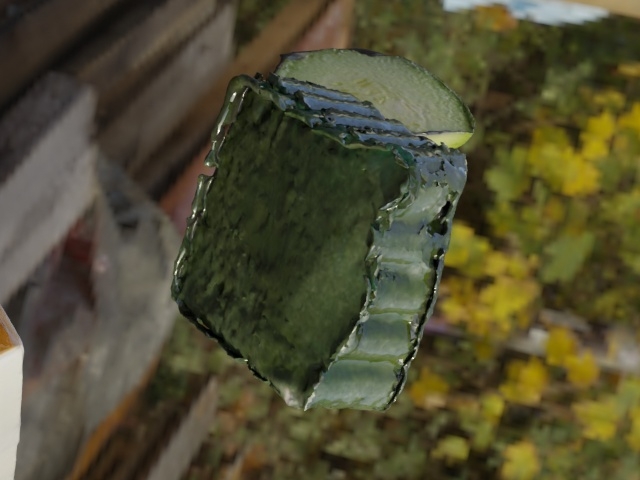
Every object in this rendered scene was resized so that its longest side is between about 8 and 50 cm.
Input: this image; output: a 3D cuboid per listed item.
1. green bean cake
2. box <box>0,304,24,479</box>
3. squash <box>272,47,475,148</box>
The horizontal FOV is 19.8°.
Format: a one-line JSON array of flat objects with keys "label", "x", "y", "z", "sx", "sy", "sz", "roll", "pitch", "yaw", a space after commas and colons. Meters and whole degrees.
[{"label": "green bean cake", "x": 0.000, "y": 0.000, "z": 1.564, "sx": 0.132, "sy": 0.255, "sz": 0.241, "roll": 10, "pitch": 105, "yaw": -40}, {"label": "box", "x": -0.300, "y": 0.131, "z": 0.999, "sx": 0.273, "sy": 0.091, "sz": 0.221, "roll": -27, "pitch": 158, "yaw": -22}, {"label": "squash", "x": 0.036, "y": -0.115, "z": 1.791, "sx": 0.184, "sy": 0.191, "sz": 0.085, "roll": -119, "pitch": -148, "yaw": -52}]
